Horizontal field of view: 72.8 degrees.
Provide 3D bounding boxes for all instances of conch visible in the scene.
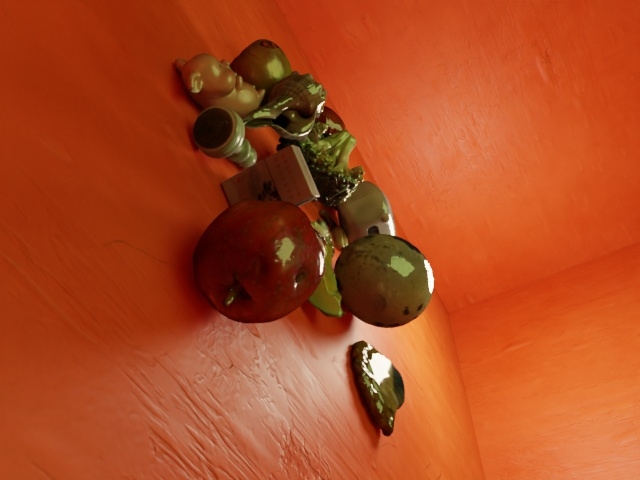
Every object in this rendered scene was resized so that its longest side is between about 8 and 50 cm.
[{"bbox_3d":[-0.099,-0.403,1.363,0.386,0.169,0.203,-39,99,-27],"label":"conch"}]

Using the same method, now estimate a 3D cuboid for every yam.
[{"bbox_3d":[0.042,-0.082,1.873,0.145,0.032,0.032,46,27,-42],"label":"yam"}]

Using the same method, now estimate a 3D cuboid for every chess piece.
[{"bbox_3d":[-0.247,-0.270,1.257,0.271,0.139,0.139,38,31,-74],"label":"chess piece"}]

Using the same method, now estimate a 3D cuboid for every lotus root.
[{"bbox_3d":[0.079,-0.009,1.832,0.073,0.062,0.150,19,42,-33],"label":"lotus root"}]

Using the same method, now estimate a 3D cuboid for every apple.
[{"bbox_3d":[-0.211,-0.557,1.484,0.194,0.260,0.261,48,24,-22],"label":"apple"}]

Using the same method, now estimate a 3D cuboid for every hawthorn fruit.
[{"bbox_3d":[-0.134,0.050,0.927,0.275,0.275,0.300,59,30,-14],"label":"hawthorn fruit"},{"bbox_3d":[-0.016,-0.465,1.899,0.254,0.254,0.300,55,10,-26],"label":"hawthorn fruit"}]

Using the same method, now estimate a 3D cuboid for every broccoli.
[{"bbox_3d":[0.012,-0.300,1.560,0.281,0.347,0.293,-49,146,-28],"label":"broccoli"}]

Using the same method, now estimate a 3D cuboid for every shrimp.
[{"bbox_3d":[0.000,0.000,1.658,0.161,0.049,0.166,65,27,-4],"label":"shrimp"}]

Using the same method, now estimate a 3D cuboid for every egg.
[{"bbox_3d":[0.227,0.145,1.613,0.427,0.345,0.345,23,43,-40],"label":"egg"}]

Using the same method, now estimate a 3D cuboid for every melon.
[{"bbox_3d":[-0.019,0.094,1.371,0.196,0.124,0.324,17,57,-58],"label":"melon"}]

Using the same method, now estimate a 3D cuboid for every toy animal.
[{"bbox_3d":[-0.293,-0.440,1.272,0.250,0.154,0.166,26,3,-45],"label":"toy animal"}]

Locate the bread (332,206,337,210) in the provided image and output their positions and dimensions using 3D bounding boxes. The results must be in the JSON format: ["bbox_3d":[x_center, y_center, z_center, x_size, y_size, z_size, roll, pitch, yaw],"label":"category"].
[{"bbox_3d":[0.075,-0.228,1.999,0.311,0.121,0.173,41,26,-49],"label":"bread"}]

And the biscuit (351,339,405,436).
[{"bbox_3d":[0.216,0.516,1.527,0.329,0.078,0.335,40,29,-42],"label":"biscuit"}]

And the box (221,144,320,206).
[{"bbox_3d":[-0.137,-0.138,1.173,0.150,0.233,0.067,68,18,6],"label":"box"}]

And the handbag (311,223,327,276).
[{"bbox_3d":[-0.076,0.041,1.209,0.205,0.179,0.116,40,22,-33],"label":"handbag"}]

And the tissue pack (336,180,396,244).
[{"bbox_3d":[0.209,-0.070,1.909,0.333,0.229,0.236,69,-4,-47],"label":"tissue pack"}]
